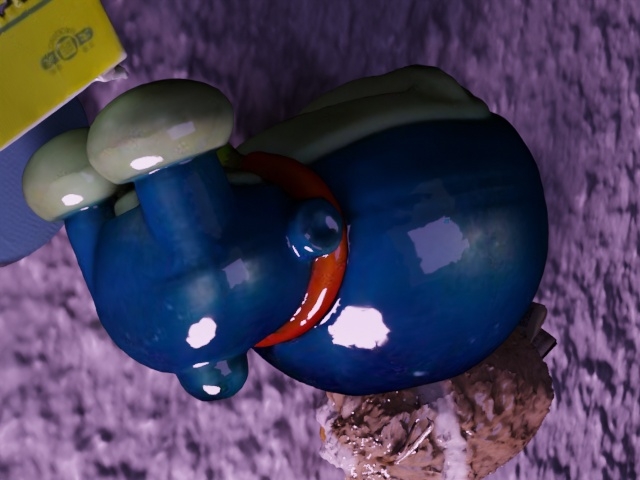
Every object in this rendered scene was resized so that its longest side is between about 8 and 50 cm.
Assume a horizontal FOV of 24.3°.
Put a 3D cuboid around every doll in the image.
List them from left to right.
[{"bbox_3d":[0.000,0.000,0.839,0.322,0.198,0.186,-9,82,-36],"label":"doll"},{"bbox_3d":[0.093,0.110,1.009,0.221,0.115,0.105,-18,101,-44],"label":"doll"}]

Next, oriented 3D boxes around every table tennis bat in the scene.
[{"bbox_3d":[-0.179,-0.023,0.798,0.100,0.019,0.155,40,72,-41],"label":"table tennis bat"}]

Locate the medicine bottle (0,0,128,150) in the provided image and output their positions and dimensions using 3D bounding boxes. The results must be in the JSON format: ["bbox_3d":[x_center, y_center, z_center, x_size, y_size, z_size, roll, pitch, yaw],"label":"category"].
[{"bbox_3d":[-0.216,-0.150,0.661,0.137,0.141,0.250,-43,124,-29],"label":"medicine bottle"}]
